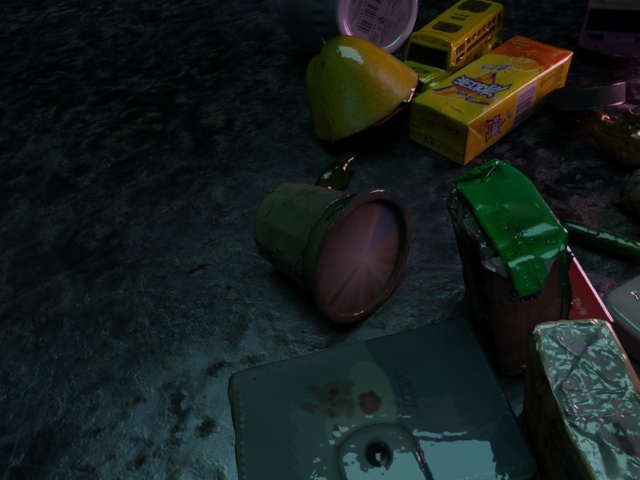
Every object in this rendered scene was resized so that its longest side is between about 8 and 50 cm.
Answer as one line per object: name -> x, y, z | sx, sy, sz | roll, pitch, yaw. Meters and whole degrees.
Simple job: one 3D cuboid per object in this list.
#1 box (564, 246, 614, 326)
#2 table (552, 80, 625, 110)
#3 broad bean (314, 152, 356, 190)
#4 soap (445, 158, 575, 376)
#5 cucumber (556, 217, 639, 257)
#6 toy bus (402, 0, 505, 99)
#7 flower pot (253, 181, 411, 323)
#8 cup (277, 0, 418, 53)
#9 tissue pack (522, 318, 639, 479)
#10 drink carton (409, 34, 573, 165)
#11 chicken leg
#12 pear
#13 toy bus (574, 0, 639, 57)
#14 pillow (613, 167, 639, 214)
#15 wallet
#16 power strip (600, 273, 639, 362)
box -> 0.332, 0.060, 0.699 | 0.050, 0.123, 0.229 | -12, 47, 4
table -> 0.560, -0.302, 1.012 | 0.133, 0.043, 0.133 | -8, 18, 3
broad bean -> 0.013, -0.102, 0.951 | 0.061, 0.046, 0.195 | 18, 57, 9
soap -> 0.238, 0.044, 0.635 | 0.098, 0.273, 0.218 | -20, 46, 6
cucumber -> 0.452, -0.007, 0.800 | 0.155, 0.037, 0.037 | 24, 55, 26
toy bus -> 0.304, -0.450, 1.155 | 0.144, 0.152, 0.330 | 30, 58, 29
flower pot -> 0.000, 0.000, 0.768 | 0.202, 0.212, 0.212 | 22, 54, 38
cup -> 0.059, -0.574, 1.192 | 0.253, 0.253, 0.371 | -22, 34, -11
tissue pack -> 0.278, 0.210, 0.501 | 0.090, 0.222, 0.186 | -13, 45, 11
drink carton -> 0.367, -0.311, 1.047 | 0.351, 0.111, 0.154 | -35, 51, -21
chicken leg -> 0.575, -0.220, 0.941 | 0.085, 0.101, 0.207 | -11, 36, -17
pear -> 0.059, -0.342, 1.022 | 0.267, 0.178, 0.267 | -24, 39, 21
toy bus -> 0.774, -0.623, 1.176 | 0.209, 0.249, 0.440 | 16, 46, 22
pillow -> 0.567, -0.058, 0.794 | 0.093, 0.051, 0.241 | -25, 28, 8
wallet -> 0.064, 0.231, 0.613 | 0.360, 0.083, 0.252 | -14, 41, -2
power strip -> 0.548, 0.102, 0.668 | 0.265, 0.059, 0.193 | -24, 48, -14
